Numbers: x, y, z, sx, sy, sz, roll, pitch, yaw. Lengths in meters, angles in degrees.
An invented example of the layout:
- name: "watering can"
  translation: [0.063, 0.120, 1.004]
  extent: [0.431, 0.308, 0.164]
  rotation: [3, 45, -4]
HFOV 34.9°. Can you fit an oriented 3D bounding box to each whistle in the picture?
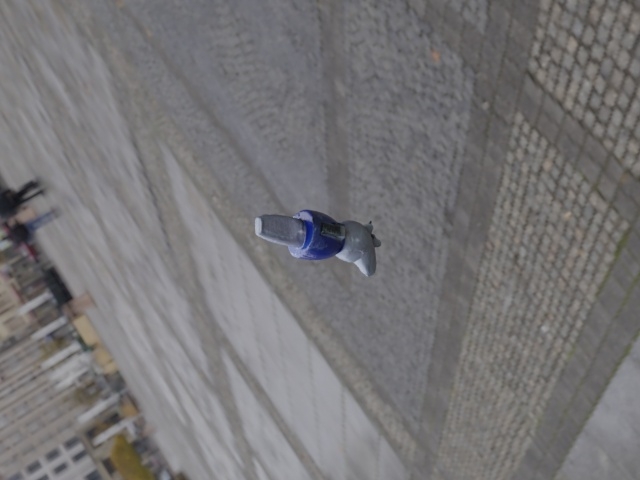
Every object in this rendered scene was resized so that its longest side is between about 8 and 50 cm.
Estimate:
- name: "whistle"
  translation: [0.000, 0.000, 0.576]
  extent: [0.029, 0.083, 0.033]
  rotation: [-32, 55, 50]
